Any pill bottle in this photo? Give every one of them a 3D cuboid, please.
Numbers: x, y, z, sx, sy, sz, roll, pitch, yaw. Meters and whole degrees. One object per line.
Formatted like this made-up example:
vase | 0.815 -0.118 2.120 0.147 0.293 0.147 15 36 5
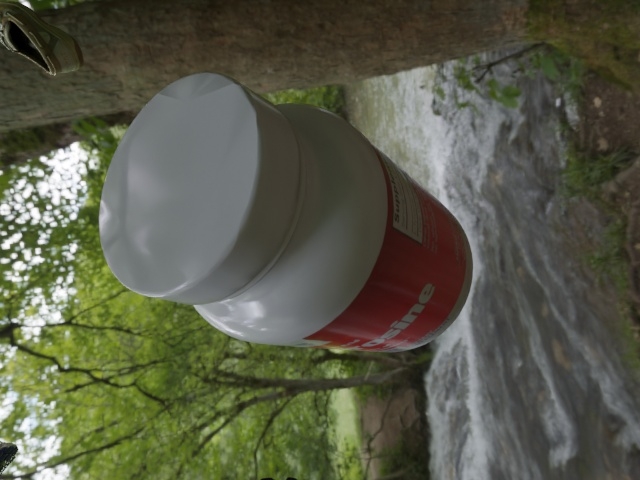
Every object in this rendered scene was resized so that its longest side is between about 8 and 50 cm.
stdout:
pill bottle | 0.000 0.000 0.504 0.408 0.229 0.229 22 -129 -54

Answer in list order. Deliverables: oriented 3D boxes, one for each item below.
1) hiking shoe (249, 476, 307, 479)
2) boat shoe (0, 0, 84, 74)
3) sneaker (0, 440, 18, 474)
hiking shoe | -0.067 0.209 0.261 0.114 0.227 0.086 -99 9 -52
boat shoe | -0.365 -0.249 0.578 0.048 0.153 0.056 -48 -15 -39
sneaker | -0.305 0.192 0.403 0.135 0.058 0.052 -40 16 47
